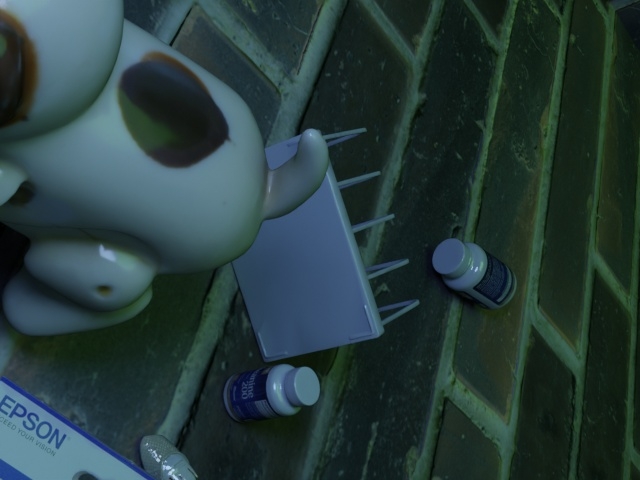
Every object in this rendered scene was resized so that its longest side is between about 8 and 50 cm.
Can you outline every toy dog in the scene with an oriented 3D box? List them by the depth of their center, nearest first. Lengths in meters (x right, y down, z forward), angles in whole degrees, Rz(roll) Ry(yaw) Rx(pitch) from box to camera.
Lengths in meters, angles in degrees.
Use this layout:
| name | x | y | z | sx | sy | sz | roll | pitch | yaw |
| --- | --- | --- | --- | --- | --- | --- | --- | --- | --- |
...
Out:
| name | x | y | z | sx | sy | sz | roll | pitch | yaw |
| --- | --- | --- | --- | --- | --- | --- | --- | --- | --- |
| toy dog | -0.224 | -0.107 | 0.790 | 0.408 | 0.395 | 0.284 | 58 | 45 | -56 |

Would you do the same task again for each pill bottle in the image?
| name | x | y | z | sx | sy | sz | roll | pitch | yaw |
| --- | --- | --- | --- | --- | --- | --- | --- | --- | --- |
| pill bottle | -0.062 | 0.196 | 1.188 | 0.067 | 0.120 | 0.067 | 24 | 59 | -46 |
| pill bottle | 0.281 | 0.059 | 1.696 | 0.169 | 0.094 | 0.094 | 30 | 54 | -42 |

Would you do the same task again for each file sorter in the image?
| name | x | y | z | sx | sy | sz | roll | pitch | yaw |
| --- | --- | --- | --- | --- | --- | --- | --- | --- | --- |
| file sorter | 0.000 | 0.000 | 1.288 | 0.173 | 0.193 | 0.277 | -19 | 91 | -56 |

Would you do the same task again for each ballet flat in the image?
| name | x | y | z | sx | sy | sz | roll | pitch | yaw |
| --- | --- | --- | --- | --- | --- | --- | --- | --- | --- |
| ballet flat | -0.157 | 0.299 | 1.085 | 0.057 | 0.052 | 0.168 | -36 | 104 | -51 |

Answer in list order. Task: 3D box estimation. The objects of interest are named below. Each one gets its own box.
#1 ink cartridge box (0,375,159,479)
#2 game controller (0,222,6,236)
| name | x | y | z | sx | sy | sz | roll | pitch | yaw |
| --- | --- | --- | --- | --- | --- | --- | --- | --- | --- |
| ink cartridge box | -0.250 | 0.332 | 0.808 | 0.303 | 0.072 | 0.307 | 41 | 48 | -19 |
| game controller | -0.393 | -0.023 | 0.900 | 0.166 | 0.067 | 0.319 | 43 | 47 | -34 |
